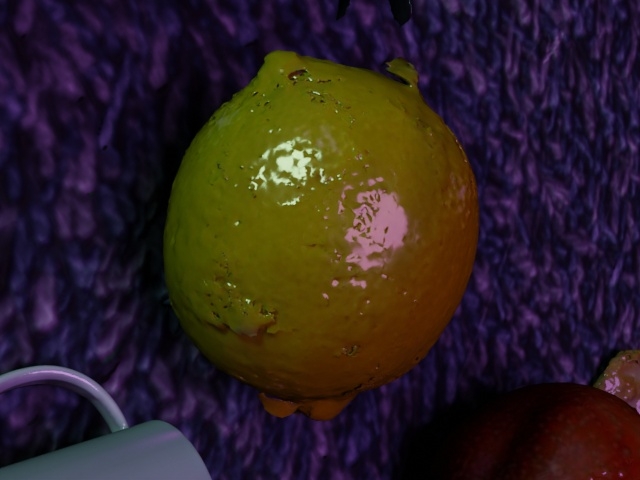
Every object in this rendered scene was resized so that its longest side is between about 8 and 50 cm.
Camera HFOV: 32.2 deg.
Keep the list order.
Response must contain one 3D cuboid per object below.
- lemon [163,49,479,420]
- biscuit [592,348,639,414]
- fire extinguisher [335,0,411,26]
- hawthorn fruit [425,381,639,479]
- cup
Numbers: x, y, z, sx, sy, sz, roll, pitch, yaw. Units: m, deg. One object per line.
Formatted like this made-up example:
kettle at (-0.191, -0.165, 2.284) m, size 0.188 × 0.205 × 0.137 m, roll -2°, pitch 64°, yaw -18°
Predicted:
lemon at (0.000, 0.000, 0.606) m, size 0.173 × 0.173 × 0.207 m, roll 1°, pitch 97°, yaw -39°
biscuit at (0.226, 0.200, 0.898) m, size 0.118 × 0.029 × 0.247 m, roll 47°, pitch 66°, yaw -31°
fire extinguisher at (-0.093, -0.187, 0.544) m, size 0.337 × 0.114 × 0.136 m, roll 2°, pitch 72°, yaw -39°
hawthorn fruit at (0.165, 0.174, 0.769) m, size 0.188 × 0.169 × 0.169 m, roll -35°, pitch 115°, yaw -35°
cup at (-0.136, 0.144, 0.572) m, size 0.133 × 0.136 × 0.099 m, roll -13°, pitch 136°, yaw -37°
